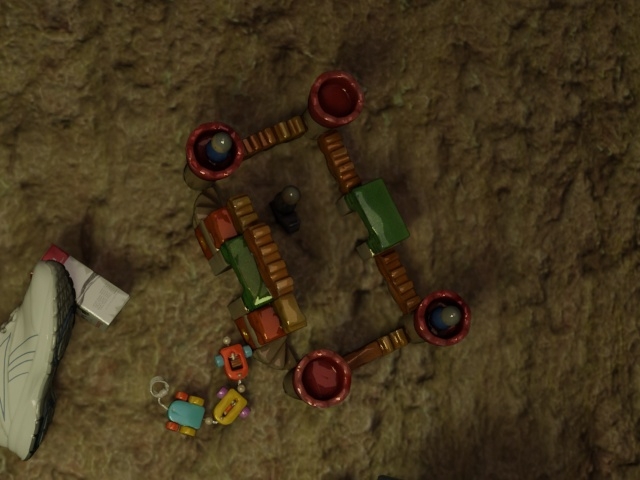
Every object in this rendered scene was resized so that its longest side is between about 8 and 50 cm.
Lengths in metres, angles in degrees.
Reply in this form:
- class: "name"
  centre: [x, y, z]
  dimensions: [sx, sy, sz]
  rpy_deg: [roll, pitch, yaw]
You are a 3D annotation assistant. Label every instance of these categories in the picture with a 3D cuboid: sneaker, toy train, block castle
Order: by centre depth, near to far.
- class: "sneaker"
  centre: [-0.420, 0.162, 1.460]
  dimensions: [0.129, 0.111, 0.297]
  rpy_deg: [18, 104, -2]
- class: "toy train"
  centre: [-0.172, 0.224, 1.595]
  dimensions: [0.166, 0.046, 0.125]
  rpy_deg: [-21, 84, -21]
- class: "block castle"
  centre: [0.000, 0.000, 1.596]
  dimensions: [0.303, 0.213, 0.453]
  rpy_deg: [-24, 87, -18]

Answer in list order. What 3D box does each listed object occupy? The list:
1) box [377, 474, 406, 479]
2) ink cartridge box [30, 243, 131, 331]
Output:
- class: "box"
  centre: [0.191, 0.542, 1.487]
  dimensions: [0.312, 0.179, 0.343]
  rpy_deg: [30, 70, -44]
- class: "ink cartridge box"
  centre: [-0.352, 0.071, 1.545]
  dimensions: [0.135, 0.099, 0.056]
  rpy_deg: [35, 72, -6]
